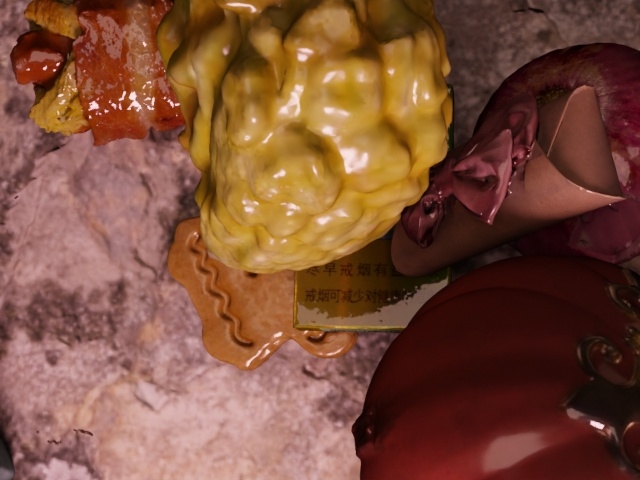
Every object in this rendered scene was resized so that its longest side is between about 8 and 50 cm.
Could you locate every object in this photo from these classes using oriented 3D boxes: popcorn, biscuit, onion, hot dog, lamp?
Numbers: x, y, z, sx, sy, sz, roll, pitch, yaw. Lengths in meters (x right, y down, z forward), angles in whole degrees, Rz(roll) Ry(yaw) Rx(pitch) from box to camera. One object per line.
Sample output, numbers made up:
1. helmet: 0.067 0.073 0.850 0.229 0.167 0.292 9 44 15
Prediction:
1. popcorn: -0.020 -0.087 0.751 0.174 0.286 0.225 1 100 -21
2. biscuit: 0.000 -0.001 0.897 0.249 0.035 0.184 -26 80 4
3. onion: 0.197 -0.062 0.818 0.177 0.153 0.177 -2 74 8
4. hot dog: -0.149 -0.157 0.906 0.213 0.103 0.146 -10 78 5
5. lamp: 0.166 0.155 0.721 0.257 0.303 0.303 -40 76 37

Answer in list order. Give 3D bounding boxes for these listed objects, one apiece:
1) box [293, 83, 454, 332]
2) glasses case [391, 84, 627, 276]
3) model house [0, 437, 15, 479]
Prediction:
1. box: 0.042 -0.026 0.861 0.121 0.030 0.193 1 80 8
2. glasses case: 0.104 -0.047 0.750 0.193 0.070 0.102 -25 73 50
3. model house: -0.377 0.128 0.765 0.252 0.329 0.295 -30 79 -19
